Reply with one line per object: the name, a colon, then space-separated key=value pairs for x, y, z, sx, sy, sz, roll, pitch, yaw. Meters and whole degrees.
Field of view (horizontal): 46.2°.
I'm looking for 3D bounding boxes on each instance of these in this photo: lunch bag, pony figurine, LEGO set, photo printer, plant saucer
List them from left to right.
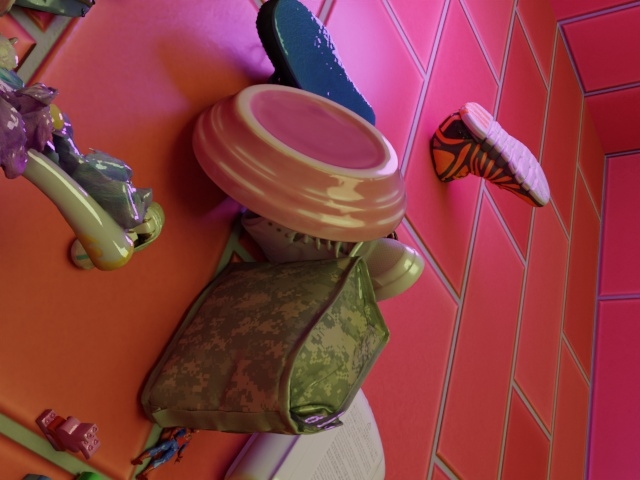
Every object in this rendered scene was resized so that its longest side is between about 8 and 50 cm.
pony figurine: x=-0.304 y=-0.114 z=0.614 sx=0.302 sy=0.351 sz=0.363 roll=-83 pitch=151 yaw=-42
LEGO set: x=-0.248 y=0.304 z=0.834 sx=0.087 sy=0.093 sz=0.227 roll=-51 pitch=126 yaw=-48
lunch bag: x=-0.071 y=0.158 z=1.004 sx=0.287 sy=0.235 sz=0.169 roll=-51 pitch=129 yaw=-49
plant saucer: x=-0.017 y=-0.129 z=1.088 sx=0.332 sy=0.332 sz=0.084 roll=-32 pitch=152 yaw=-55
photo printer: x=-0.004 y=0.358 z=1.192 sx=0.307 sy=0.107 sz=0.256 roll=-51 pitch=126 yaw=-49

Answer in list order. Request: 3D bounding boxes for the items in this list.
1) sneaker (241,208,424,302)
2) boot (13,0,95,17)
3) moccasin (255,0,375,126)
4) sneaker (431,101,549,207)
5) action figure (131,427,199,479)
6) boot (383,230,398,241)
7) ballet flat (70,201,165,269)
sneaker: x=0.000 y=0.000 z=1.109 sx=0.169 sy=0.292 sz=0.108 roll=54 pitch=55 yaw=-32
boot: x=-0.299 y=-0.312 z=0.913 sx=0.219 sy=0.082 sz=0.106 roll=6 pitch=101 yaw=-61
moccasin: x=-0.027 y=-0.261 z=1.274 sx=0.342 sy=0.117 sz=0.137 roll=54 pitch=55 yaw=-45
sneaker: x=0.404 y=-0.179 z=1.838 sx=0.321 sy=0.180 sz=0.124 roll=45 pitch=41 yaw=-7
action figure: x=-0.196 y=0.272 z=0.984 sx=0.115 sy=0.030 sz=0.038 roll=-32 pitch=106 yaw=-57
boot: x=0.046 y=-0.025 z=1.273 sx=0.085 sy=0.179 sz=0.236 roll=16 pitch=72 yaw=-55
ballet flat: x=-0.239 y=-0.006 z=0.944 sx=0.168 sy=0.052 sz=0.057 roll=-42 pitch=119 yaw=-52
